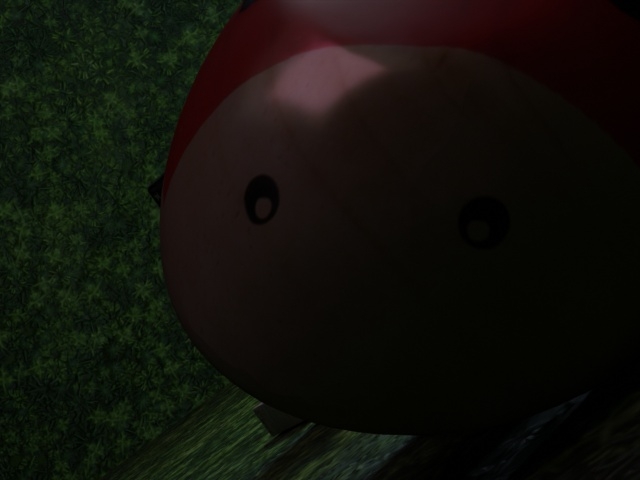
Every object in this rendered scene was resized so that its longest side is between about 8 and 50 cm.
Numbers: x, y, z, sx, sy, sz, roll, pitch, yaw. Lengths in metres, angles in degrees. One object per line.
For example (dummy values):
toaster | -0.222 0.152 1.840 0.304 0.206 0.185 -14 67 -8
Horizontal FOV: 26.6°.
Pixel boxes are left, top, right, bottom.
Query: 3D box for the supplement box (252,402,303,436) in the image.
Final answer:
supplement box | -0.016 0.150 1.315 0.062 0.036 0.098 -36 0 -33

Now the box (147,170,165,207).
box | 0.000 0.000 1.226 0.184 0.261 0.103 -36 0 -30

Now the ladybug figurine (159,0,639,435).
ladybug figurine | 0.073 -0.084 0.713 0.305 0.162 0.449 3 33 14
